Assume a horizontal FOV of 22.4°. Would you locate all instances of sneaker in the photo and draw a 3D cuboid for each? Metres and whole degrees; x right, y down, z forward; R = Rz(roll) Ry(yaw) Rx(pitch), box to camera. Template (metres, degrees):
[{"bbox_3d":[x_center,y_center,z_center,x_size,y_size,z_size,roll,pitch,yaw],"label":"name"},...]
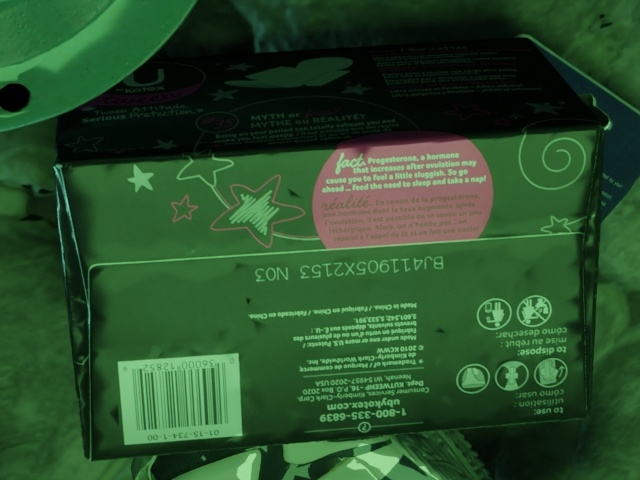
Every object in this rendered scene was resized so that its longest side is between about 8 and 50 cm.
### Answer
[{"bbox_3d":[-0.010,0.155,0.976,0.235,0.094,0.153,29,113,-34],"label":"sneaker"}]

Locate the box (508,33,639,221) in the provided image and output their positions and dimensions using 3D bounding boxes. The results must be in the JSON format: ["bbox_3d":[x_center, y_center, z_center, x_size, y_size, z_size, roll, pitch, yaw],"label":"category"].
[{"bbox_3d":[0.081,-0.008,0.920,0.136,0.036,0.225,28,109,-34],"label":"box"}]

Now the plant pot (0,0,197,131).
[{"bbox_3d":[-0.144,-0.178,0.576,0.272,0.255,0.271,-10,127,-13],"label":"plant pot"}]

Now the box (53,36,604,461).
[{"bbox_3d":[0.000,0.000,0.799,0.247,0.142,0.163,-4,115,-5],"label":"box"}]
